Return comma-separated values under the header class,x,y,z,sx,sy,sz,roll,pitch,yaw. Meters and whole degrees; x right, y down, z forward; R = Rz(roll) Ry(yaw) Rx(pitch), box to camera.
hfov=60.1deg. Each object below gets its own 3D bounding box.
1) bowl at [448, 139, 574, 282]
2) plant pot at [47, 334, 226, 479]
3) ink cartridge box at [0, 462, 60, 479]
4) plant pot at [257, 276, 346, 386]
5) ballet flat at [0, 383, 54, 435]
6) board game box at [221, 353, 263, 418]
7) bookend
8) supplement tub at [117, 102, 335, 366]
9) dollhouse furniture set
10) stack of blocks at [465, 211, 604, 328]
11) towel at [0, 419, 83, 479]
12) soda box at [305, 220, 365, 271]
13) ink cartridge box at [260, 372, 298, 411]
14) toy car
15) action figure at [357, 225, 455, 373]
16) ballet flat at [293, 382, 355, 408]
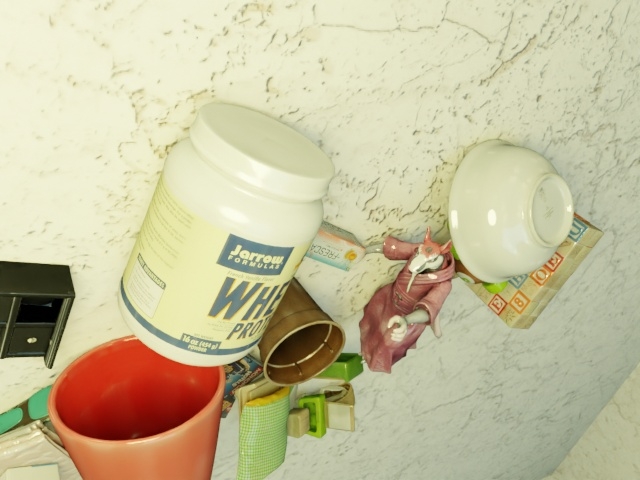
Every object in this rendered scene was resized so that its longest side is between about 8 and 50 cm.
class,x,y,z,sx,sy,sz,roll,pitch,yaw
bowl,0.404,-0.058,1.101,0.298,0.134,0.298,-1,92,-35
plant pot,-0.293,0.333,0.943,0.275,0.275,0.243,-12,119,-25
ink cartridge box,-0.518,0.438,0.947,0.122,0.052,0.088,-42,147,23
plant pot,-0.063,0.160,1.058,0.167,0.165,0.167,-19,136,-20
ballet flat,-0.500,0.308,0.972,0.188,0.070,0.070,-25,137,0
board game box,-0.222,0.290,1.146,0.194,0.060,0.194,-38,139,1
bookend,-0.464,0.112,0.813,0.157,0.072,0.156,8,122,-38
supplement tub,-0.138,-0.007,0.806,0.235,0.235,0.325,7,122,-38
dollhouse furniture set,-0.031,0.356,1.126,0.301,0.151,0.198,-6,94,-65
stack of blocks,0.511,0.048,1.344,0.087,0.171,0.297,10,119,-40
towel,-0.603,0.444,0.986,0.332,0.053,0.317,-19,147,-15
soda box,0.000,0.000,1.039,0.183,0.058,0.063,23,112,-43
ink cartridge box,-0.100,0.355,1.219,0.171,0.056,0.235,-59,164,-50
toy car,0.292,0.056,1.240,0.188,0.149,0.155,-32,119,34
action figure,0.198,0.118,1.113,0.275,0.248,0.370,0,140,-20
ballet flat,-0.014,0.410,1.397,0.232,0.080,0.073,-8,108,-34
